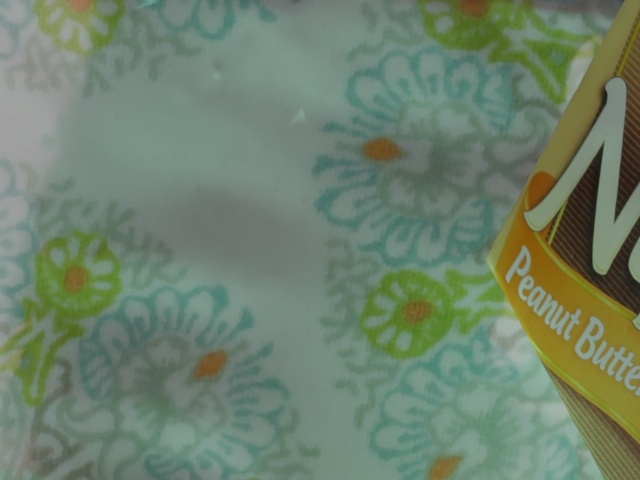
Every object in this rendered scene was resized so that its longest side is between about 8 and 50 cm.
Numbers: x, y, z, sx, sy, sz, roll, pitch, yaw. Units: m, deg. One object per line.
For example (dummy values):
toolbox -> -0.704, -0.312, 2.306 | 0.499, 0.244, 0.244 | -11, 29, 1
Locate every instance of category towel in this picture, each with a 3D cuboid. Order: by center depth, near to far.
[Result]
towel -> 0.000, 0.000, 0.896 | 0.374, 0.090, 0.321 | 11, 101, 4

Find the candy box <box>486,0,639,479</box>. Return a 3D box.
candy box -> 0.181, 0.046, 0.667 | 0.183, 0.087, 0.316 | -65, 33, 34
